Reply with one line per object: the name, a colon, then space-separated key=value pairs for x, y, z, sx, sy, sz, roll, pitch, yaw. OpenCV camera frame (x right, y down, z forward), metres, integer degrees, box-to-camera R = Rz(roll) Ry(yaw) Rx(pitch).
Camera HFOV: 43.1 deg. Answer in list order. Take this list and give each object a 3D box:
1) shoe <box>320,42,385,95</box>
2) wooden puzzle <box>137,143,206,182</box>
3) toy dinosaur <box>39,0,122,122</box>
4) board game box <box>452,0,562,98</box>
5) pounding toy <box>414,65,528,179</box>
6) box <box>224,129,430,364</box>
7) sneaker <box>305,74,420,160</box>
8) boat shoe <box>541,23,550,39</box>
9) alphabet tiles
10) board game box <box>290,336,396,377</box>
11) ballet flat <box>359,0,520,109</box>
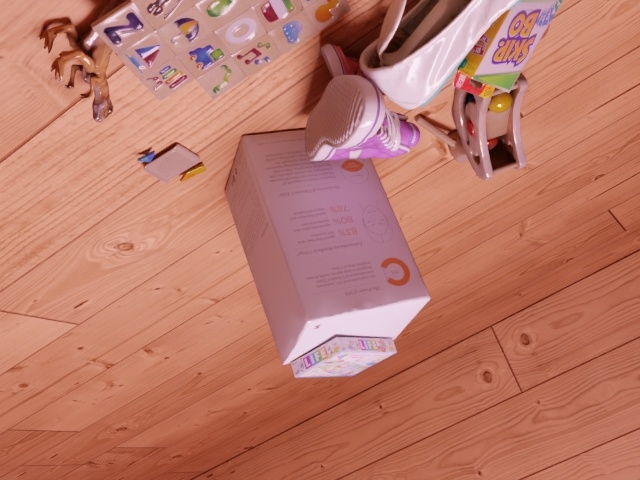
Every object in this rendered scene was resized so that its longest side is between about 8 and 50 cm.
shoe: x=0.056 y=-0.255 z=1.219 sx=0.081 sy=0.063 sz=0.178 roll=-25 pitch=160 yaw=5
wooden puzzle: x=-0.239 y=-0.125 z=1.307 sx=0.078 sy=0.014 sz=0.116 roll=-30 pitch=154 yaw=8
toy dinosaur: x=-0.279 y=-0.245 z=1.002 sx=0.112 sy=0.064 sz=0.211 roll=-15 pitch=145 yaw=-39
board game box: x=0.287 y=-0.321 z=1.158 sx=0.124 sy=0.039 sz=0.259 roll=2 pitch=124 yaw=-52
pounding toy: x=0.262 y=-0.186 z=1.404 sx=0.155 sy=0.154 sz=0.269 roll=-19 pitch=155 yaw=-5
box: x=0.000 y=0.000 z=1.348 sx=0.215 sy=0.345 sz=0.168 roll=-9 pitch=153 yaw=-23
sneaker: x=0.082 y=-0.175 z=1.179 sx=0.161 sy=0.102 sz=0.282 roll=1 pitch=179 yaw=-12
boat shoe: x=0.266 y=-0.333 z=1.225 sx=0.170 sy=0.059 sz=0.063 roll=-1 pitch=119 yaw=-23
alphabet tiles: x=-0.097 y=-0.307 z=0.998 sx=0.342 sy=0.011 sz=0.285 roll=-32 pitch=154 yaw=5
board game box: x=0.040 y=0.191 z=1.323 sx=0.103 sy=0.026 sz=0.154 roll=-33 pitch=154 yaw=31
ballet flat: x=0.189 y=-0.338 z=1.072 sx=0.139 sy=0.139 sz=0.400 roll=3 pitch=141 yaw=-41
